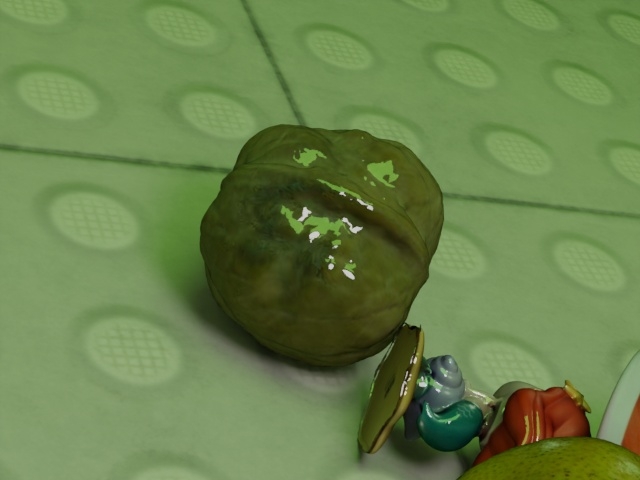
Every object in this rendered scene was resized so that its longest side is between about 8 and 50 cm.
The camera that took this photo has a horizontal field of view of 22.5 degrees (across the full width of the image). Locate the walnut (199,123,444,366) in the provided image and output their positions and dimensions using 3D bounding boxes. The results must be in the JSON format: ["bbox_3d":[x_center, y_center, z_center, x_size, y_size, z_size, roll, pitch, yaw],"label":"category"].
[{"bbox_3d":[0.001,-0.002,1.952,0.277,0.253,0.282,19,36,5],"label":"walnut"}]

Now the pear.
[{"bbox_3d":[0.247,0.333,1.625,0.294,0.294,0.294,16,34,-11],"label":"pear"}]

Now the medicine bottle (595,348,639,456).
[{"bbox_3d":[0.453,0.257,1.815,0.241,0.252,0.252,14,27,29],"label":"medicine bottle"}]

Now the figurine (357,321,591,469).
[{"bbox_3d":[0.189,0.220,1.852,0.257,0.181,0.208,20,-4,-8],"label":"figurine"}]
